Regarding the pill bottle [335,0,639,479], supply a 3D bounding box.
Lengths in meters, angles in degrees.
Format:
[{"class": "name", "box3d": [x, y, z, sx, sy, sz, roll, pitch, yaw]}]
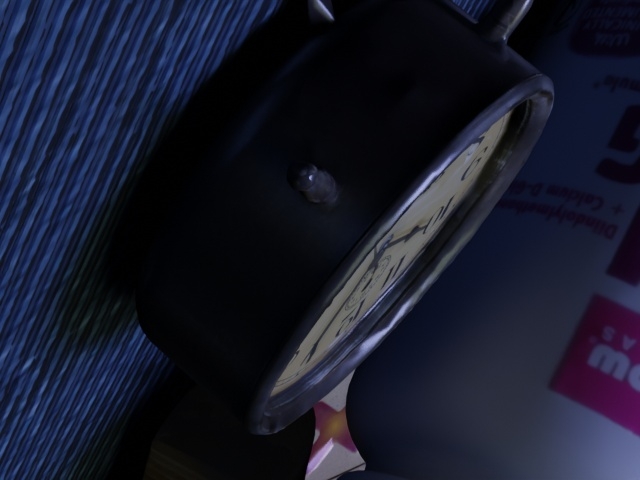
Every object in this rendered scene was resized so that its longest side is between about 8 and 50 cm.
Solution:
[{"class": "pill bottle", "box3d": [0.108, 0.038, 0.669, 0.283, 0.160, 0.160, -61, 172, -19]}]

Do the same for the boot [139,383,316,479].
[{"class": "boot", "box3d": [-0.097, 0.193, 0.648, 0.295, 0.104, 0.211, -48, 163, -39]}]

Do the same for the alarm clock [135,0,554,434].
[{"class": "alarm clock", "box3d": [0.000, 0.000, 0.531, 0.129, 0.064, 0.192, -42, 163, -33]}]

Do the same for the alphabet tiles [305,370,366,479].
[{"class": "alphabet tiles", "box3d": [0.097, 0.098, 0.918, 0.342, 0.011, 0.285, -18, 125, -44]}]
